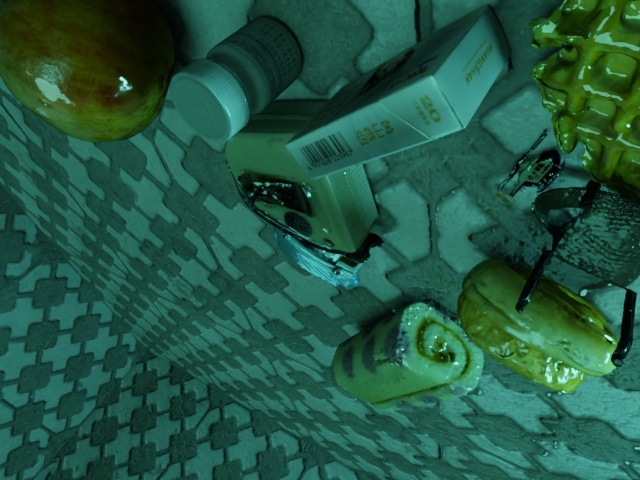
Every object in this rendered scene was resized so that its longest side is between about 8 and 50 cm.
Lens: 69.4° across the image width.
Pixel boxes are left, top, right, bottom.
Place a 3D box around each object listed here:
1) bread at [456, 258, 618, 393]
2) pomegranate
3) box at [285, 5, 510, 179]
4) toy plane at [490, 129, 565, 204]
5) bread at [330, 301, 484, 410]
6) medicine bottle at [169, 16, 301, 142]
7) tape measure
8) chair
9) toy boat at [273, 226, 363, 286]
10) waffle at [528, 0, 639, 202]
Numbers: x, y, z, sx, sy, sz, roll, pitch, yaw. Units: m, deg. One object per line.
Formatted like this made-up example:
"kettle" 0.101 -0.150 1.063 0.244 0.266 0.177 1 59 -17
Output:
"bread" 0.285 0.106 0.629 0.198 0.120 0.236 32 -168 13
"pomegranate" -0.366 -0.289 0.708 0.271 0.251 0.229 22 168 -12
"box" 0.081 -0.160 0.537 0.233 0.149 0.067 -10 128 50
"toy plane" 0.261 -0.081 0.578 0.049 0.031 0.120 37 147 10
"bread" 0.167 0.257 0.992 0.187 0.155 0.338 31 147 -6
"medicine bottle" -0.109 -0.220 0.627 0.105 0.168 0.105 26 146 19
"tape measure" -0.041 -0.086 0.776 0.232 0.133 0.271 9 142 36
"chair" 0.318 0.008 0.514 0.174 0.213 0.149 28 126 15
"toy boat" 0.000 0.000 0.909 0.215 0.088 0.102 32 114 10
"waffle" 0.345 -0.141 0.379 0.302 0.068 0.325 47 153 -13
